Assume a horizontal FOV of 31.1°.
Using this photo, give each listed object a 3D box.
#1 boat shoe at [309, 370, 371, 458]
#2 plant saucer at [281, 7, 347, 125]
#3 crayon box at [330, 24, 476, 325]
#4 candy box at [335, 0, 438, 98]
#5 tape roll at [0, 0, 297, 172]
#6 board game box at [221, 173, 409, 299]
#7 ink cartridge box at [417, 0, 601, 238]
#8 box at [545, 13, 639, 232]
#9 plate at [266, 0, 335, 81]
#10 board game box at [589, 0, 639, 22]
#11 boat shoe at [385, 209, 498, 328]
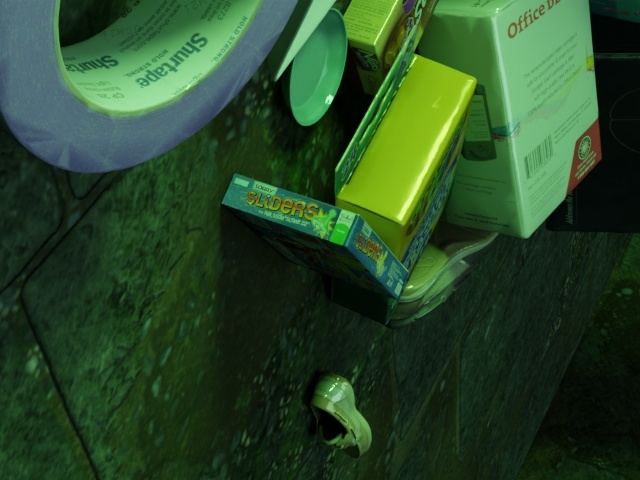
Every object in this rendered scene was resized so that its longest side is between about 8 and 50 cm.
[{"bbox_3d":[0.019,0.237,1.485,0.059,0.063,0.170,-55,143,-29],"label":"boat shoe"},{"bbox_3d":[-0.009,-0.175,1.148,0.119,0.021,0.119,-47,147,-44],"label":"plant saucer"},{"bbox_3d":[0.090,-0.061,1.302,0.203,0.083,0.323,-62,167,-23],"label":"crayon box"},{"bbox_3d":[0.084,-0.262,1.258,0.187,0.053,0.109,-62,158,-18],"label":"candy box"},{"bbox_3d":[-0.118,-0.181,0.710,0.275,0.090,0.275,-40,152,-27],"label":"tape roll"},{"bbox_3d":[0.000,0.000,1.153,0.035,0.136,0.201,-67,158,-9],"label":"board game box"},{"bbox_3d":[0.246,-0.192,1.468,0.226,0.131,0.306,-39,127,-38],"label":"ink cartridge box"},{"bbox_3d":[0.593,-0.248,1.827,0.480,0.471,0.298,72,22,-56],"label":"box"},{"bbox_3d":[0.038,-0.312,1.009,0.277,0.045,0.278,-60,180,-39],"label":"plate"},{"bbox_3d":[0.325,-0.410,1.441,0.079,0.253,0.336,-67,157,-15],"label":"board game box"},{"bbox_3d":[0.161,0.031,1.610,0.285,0.102,0.092,-38,145,-48],"label":"boat shoe"}]
